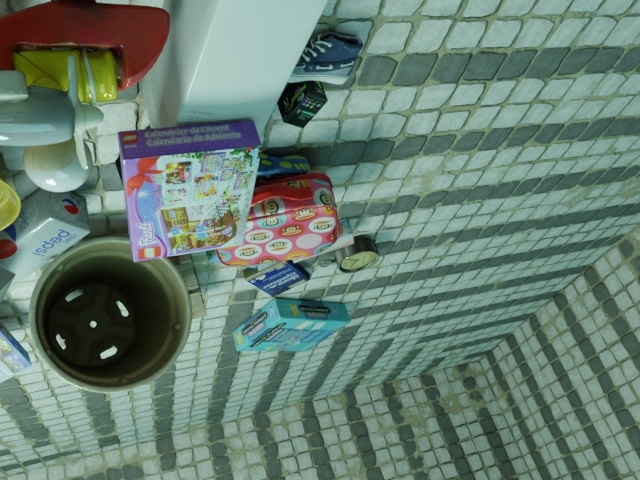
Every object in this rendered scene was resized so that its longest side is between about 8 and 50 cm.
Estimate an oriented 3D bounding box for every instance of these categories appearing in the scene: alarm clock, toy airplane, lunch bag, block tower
[{"bbox_3d":[0.089,0.047,1.785,0.192,0.064,0.129,-16,152,-12],"label":"alarm clock"},{"bbox_3d":[-0.403,-0.174,0.751,0.385,0.386,0.272,-14,114,20],"label":"toy airplane"},{"bbox_3d":[-0.107,-0.049,1.327,0.293,0.120,0.258,-10,155,-3],"label":"lunch bag"},{"bbox_3d":[-0.371,0.106,1.573,0.097,0.090,0.335,-13,151,-13],"label":"block tower"}]

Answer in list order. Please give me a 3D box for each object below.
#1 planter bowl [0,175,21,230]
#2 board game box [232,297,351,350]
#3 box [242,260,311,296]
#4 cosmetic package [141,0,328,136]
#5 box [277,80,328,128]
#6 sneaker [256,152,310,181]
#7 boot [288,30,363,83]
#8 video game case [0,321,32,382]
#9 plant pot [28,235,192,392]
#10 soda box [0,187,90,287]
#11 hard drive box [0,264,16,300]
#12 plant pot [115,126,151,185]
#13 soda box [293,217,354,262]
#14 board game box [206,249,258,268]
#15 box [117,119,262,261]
[{"bbox_3d":[-0.648,-0.093,1.042,0.217,0.090,0.217,-15,151,-9],"label":"planter bowl"},{"bbox_3d":[-0.099,0.305,2.112,0.336,0.079,0.254,11,140,-43],"label":"board game box"},{"bbox_3d":[-0.122,0.112,1.802,0.137,0.036,0.225,-26,153,12],"label":"box"},{"bbox_3d":[-0.148,-0.292,0.893,0.155,0.196,0.365,-1,148,-31],"label":"cosmetic package"},{"bbox_3d":[-0.036,-0.268,1.143,0.052,0.062,0.083,9,141,-40],"label":"box"},{"bbox_3d":[-0.111,-0.148,1.305,0.188,0.067,0.078,-3,142,-34],"label":"sneaker"},{"bbox_3d":[-0.017,-0.331,1.052,0.190,0.069,0.086,-9,144,-36],"label":"boot"},{"bbox_3d":[-0.880,0.272,1.428,0.244,0.061,0.269,-29,134,-15],"label":"video game case"},{"bbox_3d":[-0.509,0.186,1.391,0.334,0.333,0.305,-1,168,-31],"label":"plant pot"},{"bbox_3d":[-0.614,0.001,1.232,0.286,0.091,0.098,-30,150,19],"label":"soda box"},{"bbox_3d":[-0.742,0.073,1.152,0.232,0.089,0.181,38,126,-13],"label":"hard drive box"},{"bbox_3d":[-0.253,-0.134,1.142,0.188,0.188,0.167,13,126,-45],"label":"plant pot"},{"bbox_3d":[0.000,0.000,1.652,0.183,0.058,0.063,-19,152,-2],"label":"soda box"},{"bbox_3d":[-0.173,-0.003,1.558,0.160,0.039,0.211,13,139,-45],"label":"board game box"},{"bbox_3d":[-0.216,-0.073,0.977,0.201,0.057,0.293,-9,152,-20],"label":"box"}]
